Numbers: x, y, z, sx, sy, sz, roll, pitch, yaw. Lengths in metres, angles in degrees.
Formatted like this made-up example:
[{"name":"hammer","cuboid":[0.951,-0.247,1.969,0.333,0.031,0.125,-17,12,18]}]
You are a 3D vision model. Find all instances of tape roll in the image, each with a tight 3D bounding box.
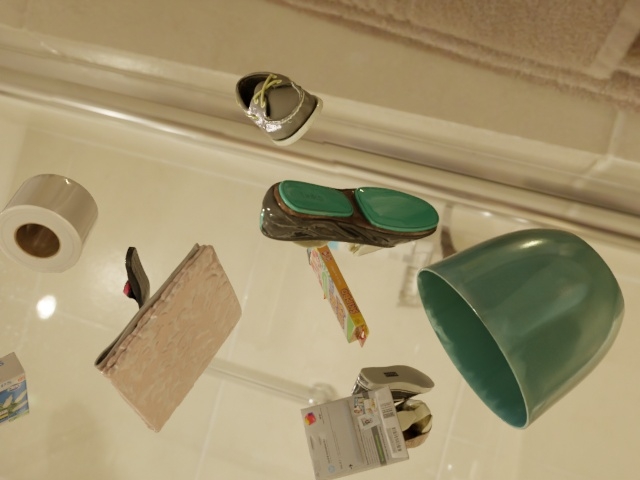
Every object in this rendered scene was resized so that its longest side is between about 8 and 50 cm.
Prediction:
[{"name":"tape roll","cuboid":[-0.790,-0.048,1.866,0.169,0.246,0.246,-88,3,-53]}]

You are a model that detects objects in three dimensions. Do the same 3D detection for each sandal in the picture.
[{"name":"sandal","cuboid":[-0.375,0.082,1.288,0.067,0.040,0.179,-91,-1,-46]}]

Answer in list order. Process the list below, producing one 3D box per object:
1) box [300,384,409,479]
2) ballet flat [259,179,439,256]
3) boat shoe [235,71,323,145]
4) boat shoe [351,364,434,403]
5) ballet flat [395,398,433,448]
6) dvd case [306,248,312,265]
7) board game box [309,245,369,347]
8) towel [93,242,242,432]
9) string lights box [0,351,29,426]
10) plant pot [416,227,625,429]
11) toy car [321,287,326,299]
[{"name":"box","cuboid":[0.066,0.382,1.269,0.038,0.186,0.145,74,180,-61]},{"name":"ballet flat","cuboid":[0.036,-0.029,0.908,0.096,0.280,0.095,-53,42,40]},{"name":"boat shoe","cuboid":[-0.085,-0.248,1.159,0.109,0.091,0.305,-49,26,0]},{"name":"boat shoe","cuboid":[0.163,0.332,1.463,0.078,0.219,0.070,51,123,49]},{"name":"ballet flat","cuboid":[0.191,0.413,1.443,0.106,0.107,0.316,-48,-23,27]},{"name":"dvd case","cuboid":[0.000,0.000,1.699,0.119,0.013,0.087,-59,19,20]},{"name":"board game box","cuboid":[0.043,0.130,1.538,0.039,0.259,0.124,-23,-23,-16]},{"name":"towel","cuboid":[-0.298,0.206,1.344,0.332,0.053,0.317,-54,-26,-26]},{"name":"string lights box","cuboid":[-0.884,0.422,1.763,0.133,0.077,0.259,-24,-26,-35]},{"name":"plant pot","cuboid":[0.335,0.116,1.039,0.235,0.293,0.293,-29,-24,-8]},{"name":"toy car","cuboid":[0.028,0.143,1.708,0.040,0.060,0.122,-58,7,-4]}]
